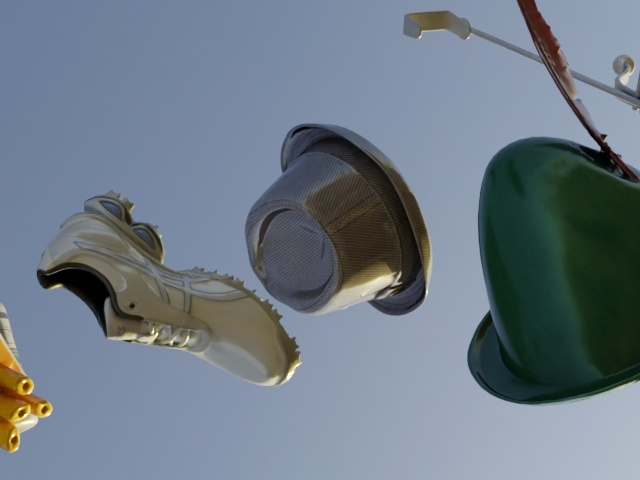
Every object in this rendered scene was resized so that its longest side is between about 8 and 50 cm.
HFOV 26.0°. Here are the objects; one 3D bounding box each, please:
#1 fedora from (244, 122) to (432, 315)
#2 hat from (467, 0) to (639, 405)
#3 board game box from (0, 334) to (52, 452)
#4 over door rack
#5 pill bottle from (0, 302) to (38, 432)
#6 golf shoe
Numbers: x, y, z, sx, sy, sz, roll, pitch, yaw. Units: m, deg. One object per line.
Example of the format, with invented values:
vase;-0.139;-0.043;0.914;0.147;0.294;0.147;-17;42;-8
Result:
fedora;0.000;0.000;1.520;0.124;0.275;0.244;-32;-86;-26
hat;0.111;-0.042;0.732;0.173;0.208;0.183;-33;-72;-1
board game box;-0.408;0.154;1.109;0.390;0.050;0.390;-54;-36;-31
over door rack;0.238;-0.269;1.275;0.108;0.324;0.239;-20;-55;-43
pill bottle;-0.359;0.114;1.392;0.108;0.108;0.180;-9;-104;-44
golf shoe;-0.099;0.049;0.872;0.086;0.176;0.069;-50;-11;-47
